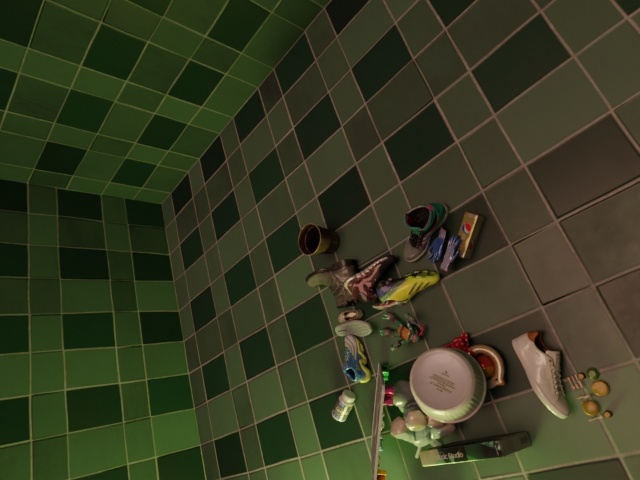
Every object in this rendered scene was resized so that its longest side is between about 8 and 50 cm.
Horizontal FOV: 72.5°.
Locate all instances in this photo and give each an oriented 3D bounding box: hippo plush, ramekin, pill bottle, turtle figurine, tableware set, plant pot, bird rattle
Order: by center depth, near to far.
[{"bbox_3d":[0.885,0.498,1.413,0.104,0.024,0.154,-36,60,33],"label":"tableware set"},{"bbox_3d":[0.449,0.511,1.575,0.273,0.127,0.272,-14,58,24],"label":"ramekin"},{"bbox_3d":[0.597,0.478,1.667,0.207,0.143,0.253,-18,59,31],"label":"bird rattle"},{"bbox_3d":[0.406,0.685,1.767,0.234,0.294,0.236,-28,37,18],"label":"hippo plush"},{"bbox_3d":[0.355,0.397,1.892,0.234,0.118,0.175,17,82,60],"label":"turtle figurine"},{"bbox_3d":[0.114,0.796,2.108,0.078,0.078,0.137,37,111,42],"label":"pill bottle"},{"bbox_3d":[0.000,0.000,2.265,0.167,0.165,0.166,-6,81,45],"label":"plant pot"}]

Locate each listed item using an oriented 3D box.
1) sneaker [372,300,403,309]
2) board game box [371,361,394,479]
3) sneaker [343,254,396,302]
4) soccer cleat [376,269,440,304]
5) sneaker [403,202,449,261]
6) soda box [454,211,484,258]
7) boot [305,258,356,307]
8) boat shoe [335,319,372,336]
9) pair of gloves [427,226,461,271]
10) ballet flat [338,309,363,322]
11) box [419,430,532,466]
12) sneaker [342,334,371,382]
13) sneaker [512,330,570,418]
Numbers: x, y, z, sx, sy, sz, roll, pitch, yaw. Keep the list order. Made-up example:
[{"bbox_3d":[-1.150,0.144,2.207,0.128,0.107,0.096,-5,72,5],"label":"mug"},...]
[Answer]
[{"bbox_3d":[0.311,0.277,2.001,0.158,0.061,0.064,-18,60,33],"label":"sneaker"},{"bbox_3d":[0.253,0.744,1.806,0.051,0.390,0.389,5,88,6],"label":"board game box"},{"bbox_3d":[0.257,0.196,2.012,0.281,0.106,0.162,-35,68,20],"label":"sneaker"},{"bbox_3d":[0.385,0.206,1.896,0.289,0.093,0.121,-17,95,26],"label":"soccer cleat"},{"bbox_3d":[0.409,-0.037,1.848,0.124,0.179,0.295,45,116,39],"label":"sneaker"},{"bbox_3d":[0.591,-0.021,1.745,0.058,0.061,0.181,26,103,44],"label":"soda box"},{"bbox_3d":[0.064,0.244,2.212,0.338,0.118,0.222,-29,70,44],"label":"boot"},{"bbox_3d":[0.168,0.411,2.103,0.226,0.076,0.083,-12,102,44],"label":"boat shoe"},{"bbox_3d":[0.507,0.036,1.793,0.198,0.023,0.159,-126,51,-67],"label":"pair of gloves"},{"bbox_3d":[0.138,0.370,2.158,0.168,0.052,0.057,-26,67,41],"label":"ballet flat"},{"bbox_3d":[0.552,0.747,1.564,0.322,0.232,0.058,-33,58,37],"label":"box"},{"bbox_3d":[0.152,0.558,2.066,0.091,0.126,0.240,-45,56,32],"label":"sneaker"},{"bbox_3d":[0.771,0.443,1.472,0.123,0.106,0.290,-43,55,36],"label":"sneaker"}]
